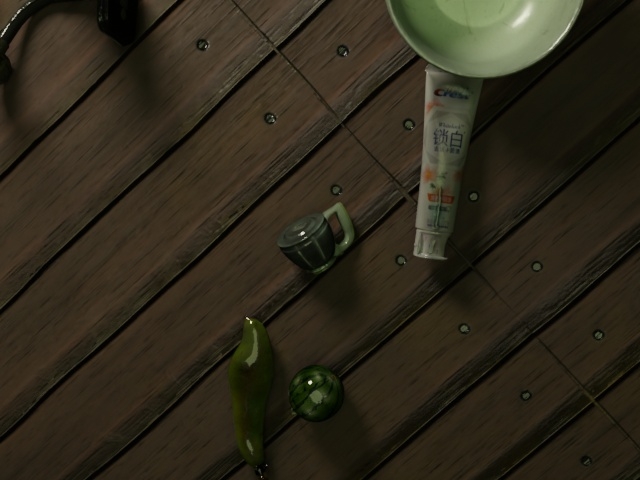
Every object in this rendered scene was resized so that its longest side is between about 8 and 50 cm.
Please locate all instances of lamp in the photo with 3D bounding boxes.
[{"bbox_3d":[-0.445,-0.361,1.504,0.283,0.203,0.124,-15,81,8],"label":"lamp"}]

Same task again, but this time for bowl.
[{"bbox_3d":[0.248,-0.409,1.489,0.307,0.163,0.307,0,101,1],"label":"bowl"}]

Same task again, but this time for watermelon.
[{"bbox_3d":[-0.011,0.270,1.653,0.109,0.109,0.109,0,100,1],"label":"watermelon"}]

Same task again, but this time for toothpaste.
[{"bbox_3d":[0.206,-0.130,1.596,0.100,0.066,0.323,7,95,0],"label":"toothpaste"}]

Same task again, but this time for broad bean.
[{"bbox_3d":[-0.120,0.288,1.681,0.075,0.067,0.325,6,105,31],"label":"broad bean"}]

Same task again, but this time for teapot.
[{"bbox_3d":[-0.001,0.005,1.611,0.124,0.092,0.090,-27,115,12],"label":"teapot"}]
